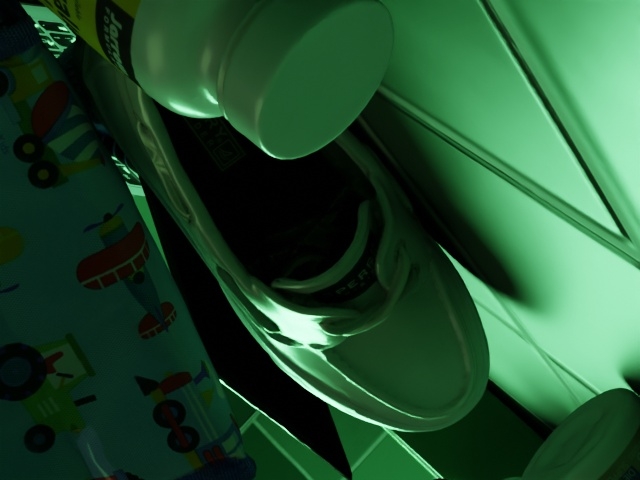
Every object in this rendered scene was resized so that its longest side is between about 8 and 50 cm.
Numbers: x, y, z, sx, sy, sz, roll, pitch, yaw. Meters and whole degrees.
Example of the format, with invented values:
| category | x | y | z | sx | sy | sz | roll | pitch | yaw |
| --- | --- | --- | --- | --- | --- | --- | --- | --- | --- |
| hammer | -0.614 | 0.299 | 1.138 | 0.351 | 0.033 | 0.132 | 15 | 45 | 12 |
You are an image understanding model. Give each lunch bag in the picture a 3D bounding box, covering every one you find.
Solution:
| category | x | y | z | sx | sy | sz | roll | pitch | yaw |
| --- | --- | --- | --- | --- | --- | --- | --- | --- | --- |
| lunch bag | -0.155 | -0.005 | 0.692 | 0.293 | 0.138 | 0.221 | -124 | 9 | -69 |

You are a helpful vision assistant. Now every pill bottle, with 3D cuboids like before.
| category | x | y | z | sx | sy | sz | roll | pitch | yaw |
| --- | --- | --- | --- | --- | --- | --- | --- | --- | --- |
| pill bottle | 0.147 | 0.124 | 0.584 | 0.120 | 0.067 | 0.067 | 43 | 175 | -4 |
| pill bottle | -0.037 | -0.073 | 0.374 | 0.116 | 0.065 | 0.065 | 40 | 175 | 26 |

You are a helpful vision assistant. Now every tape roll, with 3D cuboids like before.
| category | x | y | z | sx | sy | sz | roll | pitch | yaw |
| --- | --- | --- | --- | --- | --- | --- | --- | --- | --- |
| tape roll | 0.138 | 0.188 | 1.197 | 0.321 | 0.077 | 0.321 | 43 | 175 | 5 |

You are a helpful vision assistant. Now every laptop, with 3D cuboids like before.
| category | x | y | z | sx | sy | sz | roll | pitch | yaw |
| --- | --- | --- | --- | --- | --- | --- | --- | --- | --- |
| laptop | -0.180 | -0.002 | 1.070 | 0.408 | 0.236 | 0.382 | 9 | 163 | 18 |

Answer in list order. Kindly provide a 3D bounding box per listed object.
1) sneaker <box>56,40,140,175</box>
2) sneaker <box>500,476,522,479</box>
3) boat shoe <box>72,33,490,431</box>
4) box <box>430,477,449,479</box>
| category | x | y | z | sx | sy | sz | roll | pitch | yaw |
| --- | --- | --- | --- | --- | --- | --- | --- | --- | --- |
| sneaker | -0.071 | -0.054 | 0.742 | 0.232 | 0.081 | 0.090 | 35 | 164 | 53 |
| sneaker | 0.221 | 0.210 | 0.773 | 0.281 | 0.105 | 0.115 | 37 | -155 | 33 |
| boat shoe | 0.000 | 0.000 | 0.604 | 0.267 | 0.096 | 0.088 | 55 | 175 | -28 |
| box | 0.164 | 0.226 | 0.947 | 0.225 | 0.036 | 0.136 | 25 | -178 | 17 |
